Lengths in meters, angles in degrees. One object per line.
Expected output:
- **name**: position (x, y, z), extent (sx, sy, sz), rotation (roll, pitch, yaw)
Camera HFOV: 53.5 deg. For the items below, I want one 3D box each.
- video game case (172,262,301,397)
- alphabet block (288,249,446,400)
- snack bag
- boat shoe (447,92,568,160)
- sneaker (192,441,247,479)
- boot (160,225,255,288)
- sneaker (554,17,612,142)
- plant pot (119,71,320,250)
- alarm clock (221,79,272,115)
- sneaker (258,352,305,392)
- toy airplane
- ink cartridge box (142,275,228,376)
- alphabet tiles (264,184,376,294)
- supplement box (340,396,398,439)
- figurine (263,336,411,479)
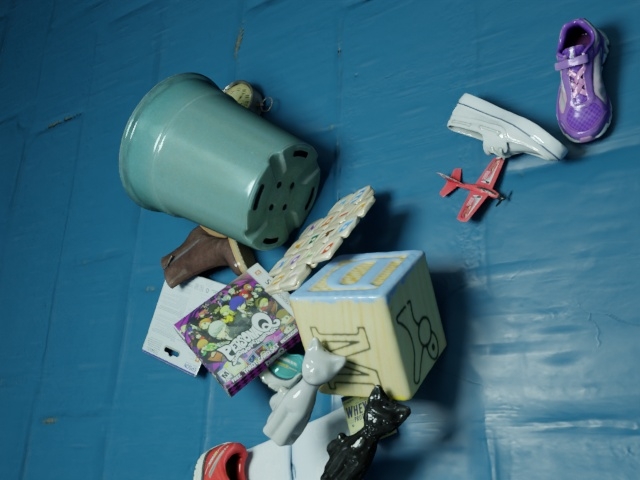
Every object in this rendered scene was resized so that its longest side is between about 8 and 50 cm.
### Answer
- **video game case**: position (-0.158, 0.179, 1.329), extent (0.232, 0.042, 0.210), rotation (-37, 54, -18)
- **alphabet block**: position (0.090, 0.145, 1.129), extent (0.193, 0.192, 0.197), rotation (-4, 110, 35)
- **snack bag**: position (-0.056, 0.501, 1.188), extent (0.342, 0.037, 0.323), rotation (-30, 40, 23)
- **boat shoe**: position (0.345, -0.193, 1.193), extent (0.084, 0.095, 0.258), rotation (-57, 41, 9)
- **sneaker**: position (-0.182, 0.507, 1.198), extent (0.118, 0.107, 0.279), rotation (-30, 41, 19)
- **boot**: position (-0.271, 0.056, 1.510), extent (0.207, 0.090, 0.248), rotation (-38, 40, 3)
- **sneaker**: position (0.460, -0.292, 1.130), extent (0.095, 0.104, 0.237), rotation (-5, 72, 32)
- **plant pot**: position (-0.203, -0.156, 1.416), extent (0.334, 0.341, 0.341), rotation (28, 90, 26)
- **alarm clock**: position (-0.194, -0.344, 1.635), extent (0.192, 0.064, 0.129), rotation (5, 76, 39)
- **sneaker**: position (-0.130, 0.215, 1.383), extent (0.110, 0.107, 0.275), rotation (-42, 57, -9)
- **toy airplane**: position (0.290, -0.101, 1.226), extent (0.151, 0.028, 0.151), rotation (-14, 58, 23)
- **ink cartridge box**: position (-0.321, 0.194, 1.540), extent (0.223, 0.045, 0.224), rotation (14, 83, 39)
- **alphabet tiles**: position (0.000, 0.000, 1.286), extent (0.284, 0.021, 0.278), rotation (-50, 14, -27)
- **supplement box**: position (0.092, 0.324, 1.177), extent (0.056, 0.083, 0.083), rotation (-31, 58, 23)
- **figurine**: position (0.023, 0.291, 1.078), extent (0.215, 0.092, 0.209), rotation (37, 120, 13)
